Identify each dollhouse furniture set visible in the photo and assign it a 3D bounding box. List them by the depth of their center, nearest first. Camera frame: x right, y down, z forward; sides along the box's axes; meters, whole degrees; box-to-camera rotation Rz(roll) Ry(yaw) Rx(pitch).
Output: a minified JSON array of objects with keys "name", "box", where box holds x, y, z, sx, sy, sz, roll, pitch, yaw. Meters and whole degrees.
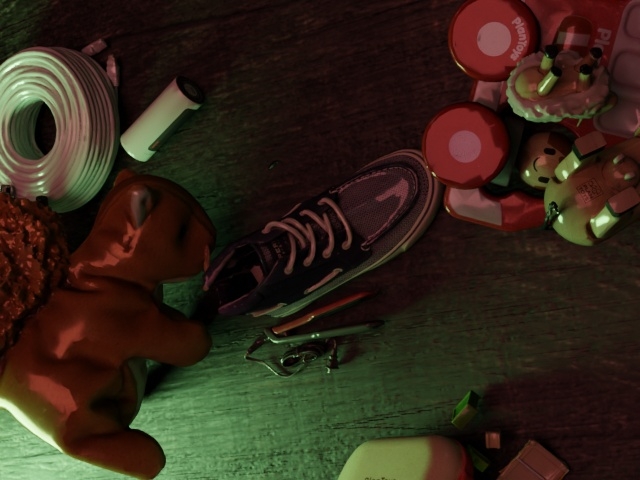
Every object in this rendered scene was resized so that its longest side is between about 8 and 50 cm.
[{"name":"dollhouse furniture set","box":[0.231,0.259,1.437,0.152,0.058,0.076,39,104,4]}]

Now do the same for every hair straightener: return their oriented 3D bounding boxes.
[{"name":"hair straightener","box":[-0.010,0.141,1.565,0.230,0.047,0.089,-22,80,30]}]

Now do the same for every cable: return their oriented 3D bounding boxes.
[{"name":"cable","box":[-0.422,-0.172,1.781,0.257,0.089,0.257,-9,87,31]}]

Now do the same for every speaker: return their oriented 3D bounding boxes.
[{"name":"speaker","box":[-0.233,-0.178,1.686,0.136,0.055,0.055,-41,71,25]}]

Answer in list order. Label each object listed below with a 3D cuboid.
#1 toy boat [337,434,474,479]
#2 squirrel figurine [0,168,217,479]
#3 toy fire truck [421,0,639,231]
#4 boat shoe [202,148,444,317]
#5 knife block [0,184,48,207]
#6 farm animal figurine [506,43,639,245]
[{"name":"toy boat","box":[0.120,0.336,1.446,0.231,0.151,0.151,-15,44,52]},{"name":"squirrel figurine","box":[-0.335,0.068,1.576,0.397,0.281,0.370,20,98,-13]},{"name":"toy fire truck","box":[0.266,-0.152,1.335,0.254,0.169,0.302,15,101,11]},{"name":"boat shoe","box":[0.000,0.000,1.489,0.340,0.158,0.127,-40,72,26]},{"name":"knife block","box":[-0.455,0.059,1.756,0.242,0.088,0.275,-35,87,37]},{"name":"farm animal figurine","box":[0.380,-0.059,1.211,0.327,0.172,0.330,-9,70,-6]}]
